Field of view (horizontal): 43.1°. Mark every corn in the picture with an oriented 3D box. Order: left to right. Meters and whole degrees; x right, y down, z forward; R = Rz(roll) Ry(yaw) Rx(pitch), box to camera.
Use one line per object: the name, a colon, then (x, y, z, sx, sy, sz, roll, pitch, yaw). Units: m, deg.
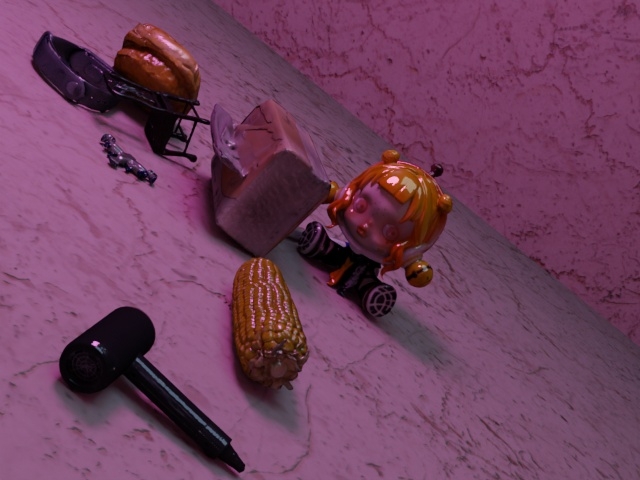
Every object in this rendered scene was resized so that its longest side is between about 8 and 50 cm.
corn: (-0.089, 0.115, 1.268, 0.106, 0.106, 0.305, 30, 17, -23)

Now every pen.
pen: (0.000, 0.000, 1.851, 0.269, 0.033, 0.033, 18, 26, -46)

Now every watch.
watch: (-0.510, -0.355, 1.705, 0.206, 0.068, 0.193, 41, 17, 4)

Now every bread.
bread: (-0.362, -0.369, 1.816, 0.198, 0.120, 0.236, 37, -23, 0)

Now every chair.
chair: (-0.356, -0.259, 1.691, 0.229, 0.113, 0.106, 12, 28, -32)

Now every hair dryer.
hair dryer: (-0.186, 0.192, 0.963, 0.255, 0.070, 0.128, 43, 18, 2)

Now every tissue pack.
tissue pack: (-0.137, -0.155, 1.632, 0.239, 0.238, 0.305, 30, 19, -23)

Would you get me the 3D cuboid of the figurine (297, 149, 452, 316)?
figurine: (0.132, -0.034, 1.706, 0.320, 0.323, 0.196, 43, 19, 16)

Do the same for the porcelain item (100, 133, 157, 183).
porcelain item: (-0.373, -0.152, 1.524, 0.136, 0.021, 0.075, 40, 17, 8)
